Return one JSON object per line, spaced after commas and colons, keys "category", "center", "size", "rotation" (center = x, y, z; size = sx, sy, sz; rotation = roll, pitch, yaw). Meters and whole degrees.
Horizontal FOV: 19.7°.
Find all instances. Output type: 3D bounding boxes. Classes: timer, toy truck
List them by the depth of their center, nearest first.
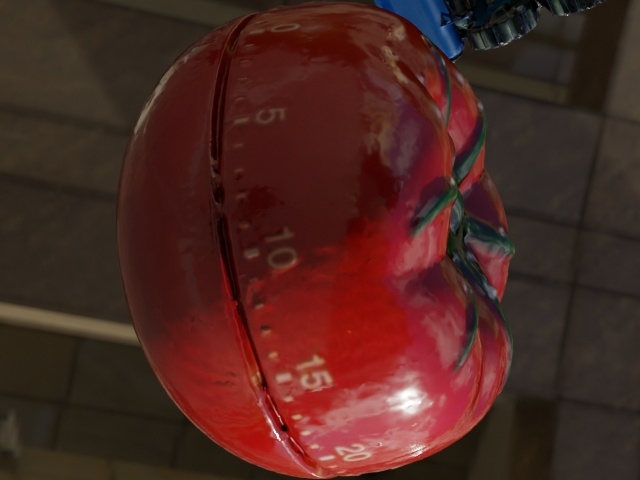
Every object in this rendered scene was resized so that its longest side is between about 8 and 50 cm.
{"category": "timer", "center": [0.000, 0.000, 1.466], "size": [0.378, 0.279, 0.378], "rotation": [-11, 90, -71]}
{"category": "toy truck", "center": [0.151, -0.243, 1.636], "size": [0.126, 0.208, 0.113], "rotation": [-84, 149, -65]}
